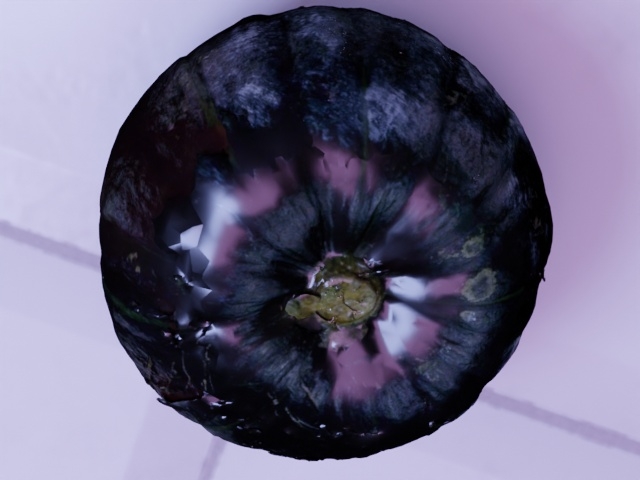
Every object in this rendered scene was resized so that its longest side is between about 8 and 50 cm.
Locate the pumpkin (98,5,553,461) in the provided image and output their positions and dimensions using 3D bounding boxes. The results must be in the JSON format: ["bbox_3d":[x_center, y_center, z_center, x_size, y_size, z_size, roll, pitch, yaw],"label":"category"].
[{"bbox_3d":[0.000,0.000,0.924,0.233,0.163,0.233,-3,115,-5],"label":"pumpkin"}]
